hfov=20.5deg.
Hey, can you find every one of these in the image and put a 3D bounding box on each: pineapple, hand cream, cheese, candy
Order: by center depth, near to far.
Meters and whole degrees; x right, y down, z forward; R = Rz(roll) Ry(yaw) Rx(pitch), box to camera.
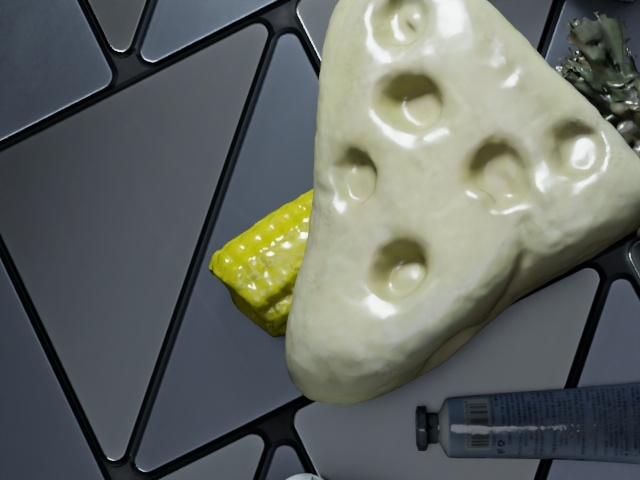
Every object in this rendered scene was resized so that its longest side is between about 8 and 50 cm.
[{"bbox_3d":[0.065,-0.062,1.543,0.351,0.129,0.328,-35,74,5],"label":"cheese"},{"bbox_3d":[0.332,-0.049,1.591,0.175,0.175,0.361,-44,74,1],"label":"pineapple"},{"bbox_3d":[0.216,0.172,1.630,0.256,0.055,0.088,-2,78,3],"label":"hand cream"},{"bbox_3d":[0.000,0.000,1.644,0.199,0.094,0.106,-38,77,-5],"label":"candy"}]

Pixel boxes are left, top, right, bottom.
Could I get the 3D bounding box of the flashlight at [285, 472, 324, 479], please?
[{"bbox_3d":[-0.054,0.306,1.645,0.093,0.047,0.200,35,90,4],"label":"flashlight"}]
